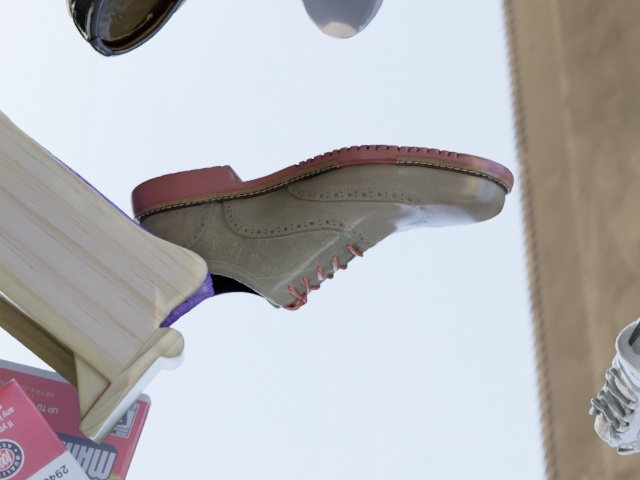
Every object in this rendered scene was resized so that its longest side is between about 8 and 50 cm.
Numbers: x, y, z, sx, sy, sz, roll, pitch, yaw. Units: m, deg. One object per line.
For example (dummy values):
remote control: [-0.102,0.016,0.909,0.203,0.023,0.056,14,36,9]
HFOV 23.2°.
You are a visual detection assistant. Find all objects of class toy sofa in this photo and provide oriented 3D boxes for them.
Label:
toy sofa: [-0.272,0.003,1.358,0.177,0.362,0.150,-51,178,-12]

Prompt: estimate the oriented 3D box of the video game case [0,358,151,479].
video game case: [-0.295,0.248,1.432,0.025,0.204,0.285,90,15,-60]

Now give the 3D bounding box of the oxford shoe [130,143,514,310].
oxford shoe: [0.000,0.000,1.349,0.348,0.123,0.130,-8,-111,21]

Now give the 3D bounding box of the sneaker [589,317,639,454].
sneaker: [0.343,0.168,1.624,0.129,0.297,0.111,-27,-121,7]

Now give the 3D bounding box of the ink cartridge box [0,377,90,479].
ink cartridge box: [-0.211,0.263,1.021,0.197,0.273,0.114,-35,178,-36]

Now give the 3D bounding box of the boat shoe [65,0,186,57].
boat shoe: [-0.100,-0.235,1.189,0.233,0.084,0.079,-47,-155,8]

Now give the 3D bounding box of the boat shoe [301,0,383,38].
boat shoe: [0.041,-0.303,1.344,0.088,0.096,0.267,-36,141,-42]
